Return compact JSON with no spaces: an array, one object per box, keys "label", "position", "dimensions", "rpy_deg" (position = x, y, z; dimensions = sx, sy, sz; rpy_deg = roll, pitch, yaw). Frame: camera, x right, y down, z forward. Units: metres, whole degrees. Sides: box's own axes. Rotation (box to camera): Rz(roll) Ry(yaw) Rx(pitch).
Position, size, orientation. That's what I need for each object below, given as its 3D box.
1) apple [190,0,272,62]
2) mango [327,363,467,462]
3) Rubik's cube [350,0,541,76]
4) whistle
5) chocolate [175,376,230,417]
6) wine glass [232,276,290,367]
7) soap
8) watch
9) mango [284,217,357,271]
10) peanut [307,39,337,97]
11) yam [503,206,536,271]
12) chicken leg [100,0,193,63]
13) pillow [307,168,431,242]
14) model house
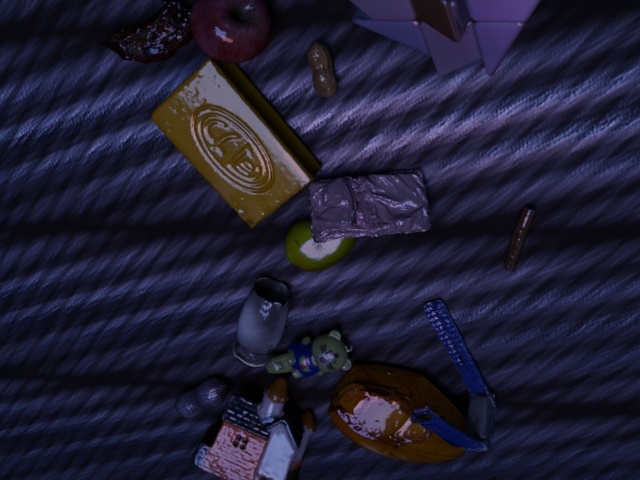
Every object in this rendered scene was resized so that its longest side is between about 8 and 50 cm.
[{"label":"apple","position":[-0.169,-0.408,1.231],"dimensions":[0.153,0.120,0.154],"rpy_deg":[2,85,-22]},{"label":"mango","position":[0.191,0.409,1.527],"dimensions":[0.349,0.201,0.199],"rpy_deg":[26,160,-10]},{"label":"Rubik's cube","position":[0.217,-0.476,1.023],"dimensions":[0.387,0.358,0.368],"rpy_deg":[14,158,32]},{"label":"whistle","position":[-0.029,0.276,1.553],"dimensions":[0.227,0.085,0.105],"rpy_deg":[-16,101,19]},{"label":"chocolate","position":[-0.303,0.401,1.676],"dimensions":[0.167,0.072,0.072],"rpy_deg":[-28,106,24]},{"label":"wine glass","position":[-0.136,0.193,1.521],"dimensions":[0.111,0.111,0.205],"rpy_deg":[21,118,1]},{"label":"soap","position":[-0.172,-0.199,1.355],"dimensions":[0.204,0.096,0.324],"rpy_deg":[-37,103,24]},{"label":"watch","position":[0.303,0.316,1.474],"dimensions":[0.068,0.277,0.274],"rpy_deg":[-19,134,40]},{"label":"mango","position":[0.001,0.007,1.416],"dimensions":[0.163,0.089,0.117],"rpy_deg":[-11,97,15]},{"label":"peanut","position":[0.003,-0.334,1.280],"dimensions":[0.053,0.054,0.113],"rpy_deg":[-8,117,15]},{"label":"yam","position":[0.412,-0.003,1.361],"dimensions":[0.032,0.032,0.146],"rpy_deg":[13,116,5]},{"label":"chicken leg","position":[-0.326,-0.413,1.306],"dimensions":[0.233,0.063,0.105],"rpy_deg":[-26,102,22]},{"label":"pillow","position":[0.098,-0.072,1.347],"dimensions":[0.248,0.049,0.135],"rpy_deg":[-5,83,5]},{"label":"model house","position":[-0.136,0.458,1.632],"dimensions":[0.271,0.190,0.301],"rpy_deg":[24,103,3]}]
